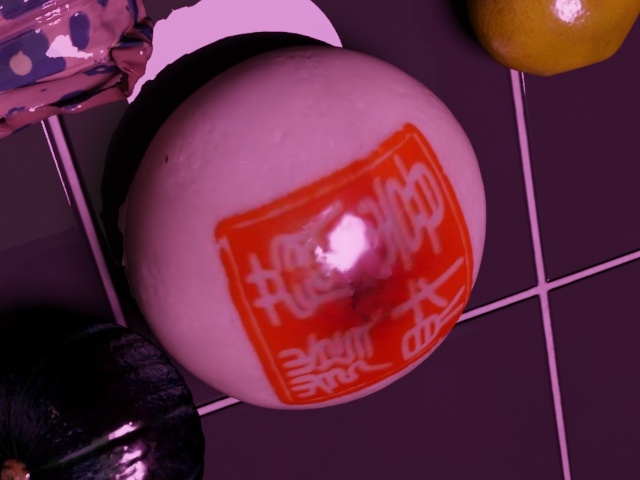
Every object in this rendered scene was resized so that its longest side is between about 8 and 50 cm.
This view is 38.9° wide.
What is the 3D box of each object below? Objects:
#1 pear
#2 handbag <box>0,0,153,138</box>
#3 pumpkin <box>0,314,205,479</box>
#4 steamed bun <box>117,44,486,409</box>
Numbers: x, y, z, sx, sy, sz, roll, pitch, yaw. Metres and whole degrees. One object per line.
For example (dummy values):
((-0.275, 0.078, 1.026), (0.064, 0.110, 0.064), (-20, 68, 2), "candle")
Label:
((0.231, -0.277, 0.927), (0.180, 0.166, 0.216), (-21, 92, 3), "pear")
((-0.266, -0.176, 0.761), (0.251, 0.193, 0.190), (-30, 111, -8), "handbag")
((-0.210, 0.191, 0.904), (0.248, 0.248, 0.248), (-6, 110, -17), "pumpkin")
((0.000, 0.000, 0.890), (0.374, 0.241, 0.375), (-7, 109, -20), "steamed bun")
